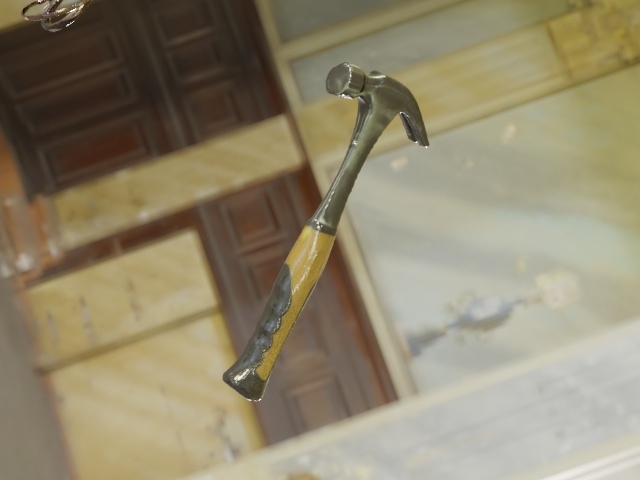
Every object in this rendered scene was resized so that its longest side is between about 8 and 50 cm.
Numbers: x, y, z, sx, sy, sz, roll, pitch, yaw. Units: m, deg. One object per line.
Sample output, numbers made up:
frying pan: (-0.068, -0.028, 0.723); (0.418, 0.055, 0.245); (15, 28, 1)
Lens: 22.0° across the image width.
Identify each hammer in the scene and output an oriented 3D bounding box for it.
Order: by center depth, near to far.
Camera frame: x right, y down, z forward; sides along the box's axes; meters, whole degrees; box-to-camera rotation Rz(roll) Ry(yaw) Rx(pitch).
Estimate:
hammer: (0.000, 0.000, 0.921); (0.078, 0.201, 0.021); (14, 16, -43)

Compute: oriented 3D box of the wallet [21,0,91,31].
wallet: (-0.200, -0.333, 1.221); (0.335, 0.068, 0.275); (-86, 162, -61)
